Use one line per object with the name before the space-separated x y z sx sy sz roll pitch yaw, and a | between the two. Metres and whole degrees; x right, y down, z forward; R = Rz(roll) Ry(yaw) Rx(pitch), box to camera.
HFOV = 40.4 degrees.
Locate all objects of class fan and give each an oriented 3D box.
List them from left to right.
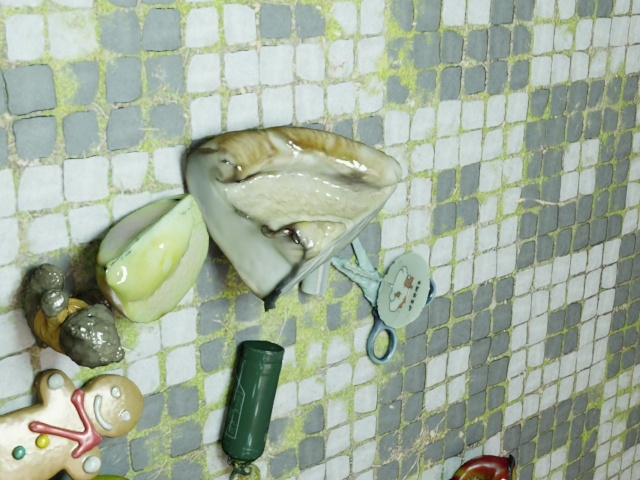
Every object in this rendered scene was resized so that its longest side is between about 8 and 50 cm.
fan | 0.156 0.100 2.035 0.329 0.009 0.190 22 88 -46

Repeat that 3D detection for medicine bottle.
medicine bottle | 0.000 0.000 1.879 0.059 0.059 0.230 -2 106 -39

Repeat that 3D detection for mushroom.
mushroom | -0.037 -0.104 1.721 0.397 0.313 0.224 -33 168 -40

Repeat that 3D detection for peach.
peach | 0.449 0.755 2.422 0.361 0.201 0.257 72 20 -46

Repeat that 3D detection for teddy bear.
teddy bear | -0.419 0.147 1.495 0.140 0.190 0.177 -56 140 -8

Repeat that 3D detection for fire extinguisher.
fire extinguisher | -0.148 0.369 1.860 0.114 0.095 0.311 -11 115 -73

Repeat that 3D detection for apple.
apple | -0.313 0.042 1.583 0.265 0.120 0.193 -50 141 -42

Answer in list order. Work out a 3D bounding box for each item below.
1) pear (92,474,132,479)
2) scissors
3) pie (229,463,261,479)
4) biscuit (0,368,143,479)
pear | -0.395 0.577 1.618 0.321 0.269 0.269 36 81 -40
scissors | 0.130 0.101 2.042 0.256 0.029 0.383 -50 129 -16
pie | -0.167 0.537 1.948 0.084 0.021 0.084 -10 107 -36
biscuit | -0.467 0.338 1.559 0.340 0.047 0.216 -17 92 -36
